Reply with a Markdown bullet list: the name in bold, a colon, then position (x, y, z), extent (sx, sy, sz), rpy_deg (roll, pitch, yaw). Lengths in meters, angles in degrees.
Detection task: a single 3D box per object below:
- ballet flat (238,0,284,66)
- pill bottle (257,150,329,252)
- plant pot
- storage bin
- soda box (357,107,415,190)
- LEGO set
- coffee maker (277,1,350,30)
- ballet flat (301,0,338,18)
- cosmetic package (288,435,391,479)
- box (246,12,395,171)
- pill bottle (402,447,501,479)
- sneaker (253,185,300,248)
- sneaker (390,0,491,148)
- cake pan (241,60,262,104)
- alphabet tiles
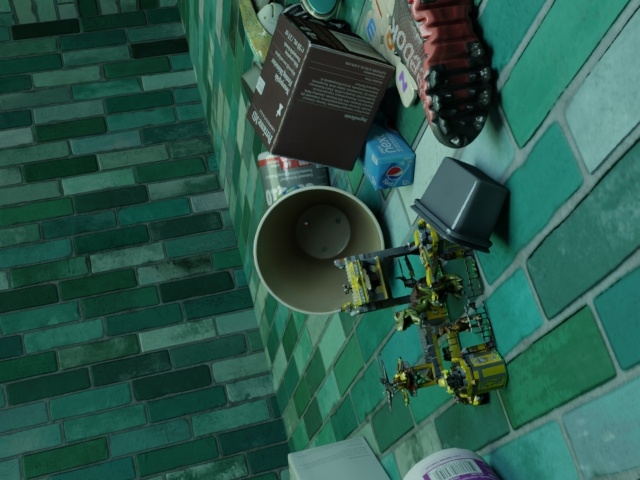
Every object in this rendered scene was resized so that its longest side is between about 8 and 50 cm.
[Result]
- **ballet flat**: position (-0.148, -0.601, 2.045), extent (0.123, 0.123, 0.349), rpy_deg (109, 145, -64)
- **pill bottle**: position (-0.051, -0.083, 1.919), extent (0.161, 0.161, 0.283), rpy_deg (-172, 72, -75)
- **plant pot**: position (0.000, 0.000, 1.677), extent (0.274, 0.256, 0.257), rpy_deg (-82, -17, -81)
- **storage bin**: position (0.204, -0.053, 1.107), extent (0.091, 0.098, 0.135), rpy_deg (-66, 26, 17)
- **soda box**: position (0.098, -0.178, 1.441), extent (0.210, 0.071, 0.067), rpy_deg (-117, 23, -48)
- **LEGO set**: position (0.139, 0.120, 1.255), extent (0.255, 0.192, 0.331), rpy_deg (169, 90, -76)
- **coffee maker**: position (-0.013, -0.383, 1.627), extent (0.178, 0.120, 0.171), rpy_deg (-119, 22, -53)
- **ballet flat**: position (-0.012, -0.541, 1.589), extent (0.086, 0.086, 0.249), rpy_deg (126, 141, -71)
- **cosmetic package**: position (0.072, 0.645, 1.882), extent (0.385, 0.217, 0.156), rpy_deg (-128, 30, -66)
- **box**: position (-0.005, -0.258, 1.382), extent (0.203, 0.167, 0.168), rpy_deg (-68, 31, 24)
- **pill bottle**: position (0.241, 0.457, 1.158), extent (0.301, 0.169, 0.169), rpy_deg (-127, 29, -61)
- **sneaker**: position (-0.087, -0.045, 1.824), extent (0.188, 0.078, 0.067), rpy_deg (-62, 1, 20)
- **sneaker**: position (0.161, -0.254, 1.084), extent (0.135, 0.097, 0.276), rpy_deg (151, 109, -75)
- **cake pan**: position (-0.127, -0.325, 2.073), extent (0.293, 0.054, 0.293), rpy_deg (61, 175, 9)
- **alphabet tiles**: position (0.128, -0.372, 1.280), extent (0.284, 0.021, 0.278), rpy_deg (117, 139, -68)
